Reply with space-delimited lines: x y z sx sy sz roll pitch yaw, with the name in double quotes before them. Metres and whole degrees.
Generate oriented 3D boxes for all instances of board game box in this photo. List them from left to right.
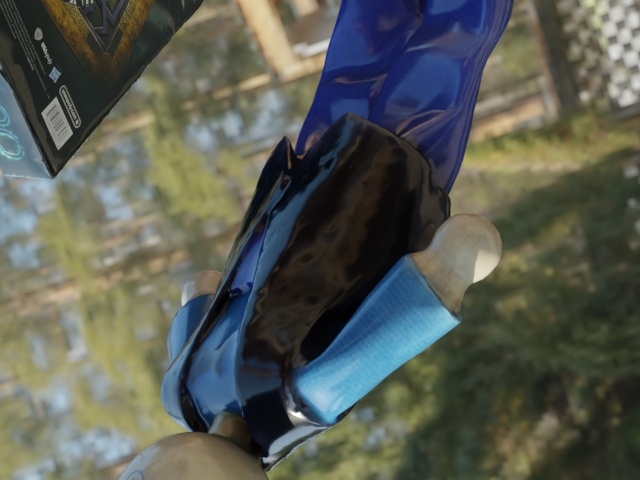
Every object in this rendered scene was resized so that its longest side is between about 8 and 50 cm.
"board game box" -0.095 -0.131 0.610 0.126 0.026 0.186 -55 -41 -39

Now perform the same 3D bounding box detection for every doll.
"doll" 0.000 0.000 0.450 0.046 0.129 0.189 34 -119 -24
